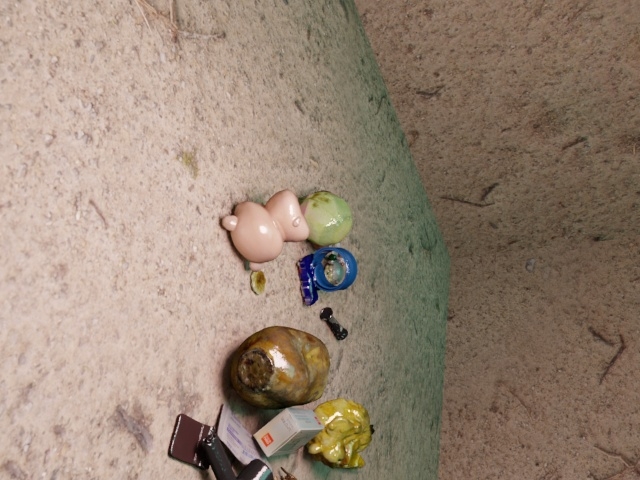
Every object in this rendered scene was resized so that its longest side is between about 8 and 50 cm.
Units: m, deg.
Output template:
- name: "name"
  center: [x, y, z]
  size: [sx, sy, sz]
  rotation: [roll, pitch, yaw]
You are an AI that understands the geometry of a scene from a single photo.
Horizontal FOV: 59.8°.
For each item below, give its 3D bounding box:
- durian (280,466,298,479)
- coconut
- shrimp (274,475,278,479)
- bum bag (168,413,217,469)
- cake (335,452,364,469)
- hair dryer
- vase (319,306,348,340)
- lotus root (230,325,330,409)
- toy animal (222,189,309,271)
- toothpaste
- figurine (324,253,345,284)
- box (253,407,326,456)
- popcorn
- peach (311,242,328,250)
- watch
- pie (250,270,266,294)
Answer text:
- name: "durian"
  center: [-0.095, 0.797, 1.725]
  size: [0.148, 0.091, 0.189]
  rotation: [108, -39, -64]
- name: "coconut"
  center: [-0.001, -0.090, 2.083]
  size: [0.205, 0.235, 0.236]
  rotation: [86, 9, -60]
- name: "shrimp"
  center: [-0.136, 0.799, 1.595]
  size: [0.185, 0.068, 0.287]
  rotation: [-117, -143, -85]
- name: "bum bag"
  center: [-0.320, 0.511, 1.413]
  size: [0.159, 0.026, 0.109]
  rotation: [51, 39, -48]
- name: "cake"
  center: [0.114, 0.874, 2.175]
  size: [0.116, 0.079, 0.185]
  rotation: [-67, 146, -52]
- name: "hair dryer"
  center: [-0.236, 0.604, 1.438]
  size: [0.197, 0.089, 0.251]
  rotation: [-38, 116, -43]
- name: "vase"
  center: [0.054, 0.336, 2.236]
  size: [0.167, 0.059, 0.059]
  rotation: [57, 34, -41]
- name: "lotus root"
  center: [-0.124, 0.373, 1.627]
  size: [0.346, 0.250, 0.251]
  rotation: [33, 53, -66]
- name: "toy animal"
  center: [-0.149, -0.041, 1.721]
  size: [0.210, 0.221, 0.229]
  rotation: [66, 28, -23]
- name: "toothpaste"
  center: [-0.213, 0.585, 1.579]
  size: [0.099, 0.068, 0.282]
  rotation: [37, -22, 57]
- name: "figurine"
  center: [0.052, 0.109, 2.272]
  size: [0.197, 0.093, 0.147]
  rotation: [-77, 171, -52]
- name: "box"
  center: [-0.087, 0.581, 1.697]
  size: [0.079, 0.135, 0.269]
  rotation: [51, 1, 24]
- name: "popcorn"
  center: [0.057, 0.672, 1.963]
  size: [0.252, 0.215, 0.286]
  rotation: [-55, 139, -12]
- name: "peach"
  center: [0.001, 0.002, 2.200]
  size: [0.083, 0.083, 0.083]
  rotation: [32, 54, -59]
- name: "watch"
  center: [0.031, 0.121, 2.090]
  size: [0.171, 0.200, 0.196]
  rotation: [-21, 98, -68]
- name: "pie"
  center: [-0.201, 0.133, 1.796]
  size: [0.084, 0.020, 0.084]
  rotation: [34, 52, -58]
